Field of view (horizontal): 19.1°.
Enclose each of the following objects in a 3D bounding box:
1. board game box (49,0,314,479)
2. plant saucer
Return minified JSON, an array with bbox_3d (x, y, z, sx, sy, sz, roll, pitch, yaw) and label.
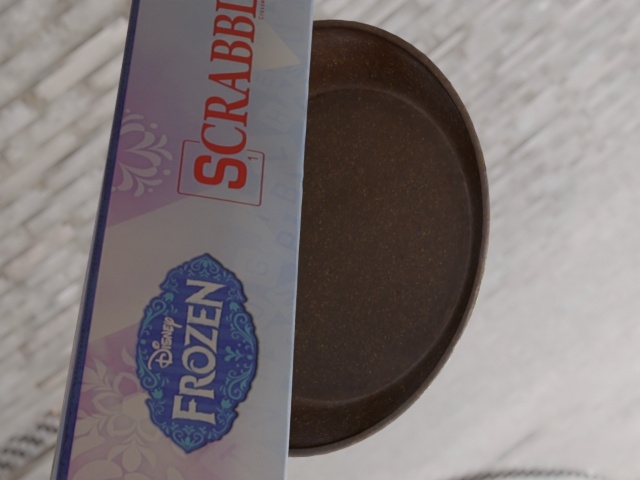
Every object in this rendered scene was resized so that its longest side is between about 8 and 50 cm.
[{"bbox_3d":[-0.065,0.110,0.663,0.066,0.319,0.318,9,136,-6],"label":"board game box"},{"bbox_3d":[0.000,0.000,0.866,0.198,0.198,0.036,-43,150,22],"label":"plant saucer"}]
